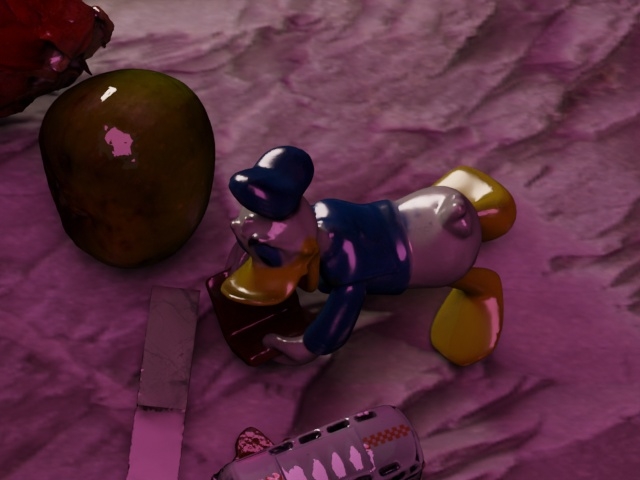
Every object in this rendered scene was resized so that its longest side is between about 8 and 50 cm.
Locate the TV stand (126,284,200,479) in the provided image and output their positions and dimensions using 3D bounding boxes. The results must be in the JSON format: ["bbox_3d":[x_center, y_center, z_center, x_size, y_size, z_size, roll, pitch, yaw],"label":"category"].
[{"bbox_3d":[-0.149,0.168,1.598,0.048,0.040,0.257,6,68,-3],"label":"TV stand"}]

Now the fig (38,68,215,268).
[{"bbox_3d":[-0.177,-0.076,1.627,0.181,0.181,0.191,33,51,7],"label":"fig"}]

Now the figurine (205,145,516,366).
[{"bbox_3d":[0.000,0.000,1.576,0.283,0.338,0.205,-24,61,21],"label":"figurine"}]

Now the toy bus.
[{"bbox_3d":[0.004,0.209,1.551,0.193,0.089,0.087,-19,71,-16],"label":"toy bus"}]

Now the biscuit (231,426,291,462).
[{"bbox_3d":[-0.033,0.233,1.596,0.129,0.019,0.119,4,66,-5],"label":"biscuit"}]

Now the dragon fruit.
[{"bbox_3d":[-0.376,-0.244,1.621,0.277,0.277,0.342,-42,88,-19],"label":"dragon fruit"}]
